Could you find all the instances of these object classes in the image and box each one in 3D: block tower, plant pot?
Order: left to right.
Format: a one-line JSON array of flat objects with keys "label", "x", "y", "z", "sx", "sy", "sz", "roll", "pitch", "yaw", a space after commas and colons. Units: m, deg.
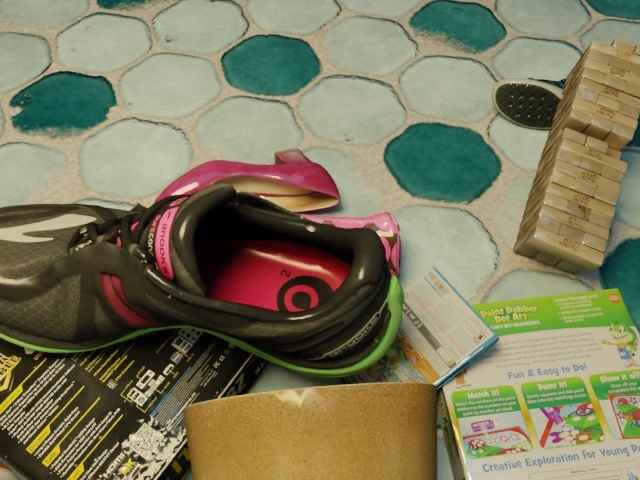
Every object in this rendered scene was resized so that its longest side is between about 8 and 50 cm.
[{"label": "plant pot", "x": 0.004, "y": 0.268, "z": 0.534, "sx": 0.237, "sy": 0.237, "sz": 0.254, "roll": -5, "pitch": 71, "yaw": -4}, {"label": "block tower", "x": 0.357, "y": -0.116, "z": 0.819, "sx": 0.091, "sy": 0.097, "sz": 0.335, "roll": 22, "pitch": 69, "yaw": 6}]

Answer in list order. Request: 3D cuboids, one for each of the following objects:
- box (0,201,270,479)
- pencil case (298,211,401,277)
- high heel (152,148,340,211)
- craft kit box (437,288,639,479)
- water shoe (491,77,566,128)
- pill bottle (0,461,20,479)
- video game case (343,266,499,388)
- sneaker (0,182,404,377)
[{"label": "box", "x": -0.216, "y": 0.134, "z": 0.695, "sx": 0.257, "sy": 0.079, "sz": 0.322, "roll": 27, "pitch": 59, "yaw": 19}, {"label": "pencil case", "x": 0.000, "y": 0.000, "z": 0.771, "sx": 0.209, "sy": 0.098, "sz": 0.095, "roll": 1, "pitch": 26, "yaw": -2}, {"label": "high heel", "x": -0.097, "y": -0.054, "z": 0.823, "sx": 0.244, "sy": 0.082, "sz": 0.117, "roll": -17, "pitch": 46, "yaw": -27}, {"label": "craft kit box", "x": 0.257, "y": 0.182, "z": 0.678, "sx": 0.250, "sy": 0.061, "sz": 0.246, "roll": -5, "pitch": 58, "yaw": -4}, {"label": "water shoe", "x": 0.369, "y": -0.219, "z": 0.957, "sx": 0.203, "sy": 0.073, "sz": 0.080, "roll": 13, "pitch": 35, "yaw": 3}, {"label": "pill bottle", "x": -0.415, "y": 0.228, "z": 0.595, "sx": 0.221, "sy": 0.124, "sz": 0.124, "roll": 26, "pitch": 59, "yaw": 22}, {"label": "video game case", "x": 0.101, "y": 0.121, "z": 0.693, "sx": 0.166, "sy": 0.015, "sz": 0.119, "roll": -39, "pitch": 52, "yaw": 2}, {"label": "sneaker", "x": -0.154, "y": 0.014, "z": 0.610, "sx": 0.483, "sy": 0.202, "sz": 0.185, "roll": 4, "pitch": 55, "yaw": 1}]
